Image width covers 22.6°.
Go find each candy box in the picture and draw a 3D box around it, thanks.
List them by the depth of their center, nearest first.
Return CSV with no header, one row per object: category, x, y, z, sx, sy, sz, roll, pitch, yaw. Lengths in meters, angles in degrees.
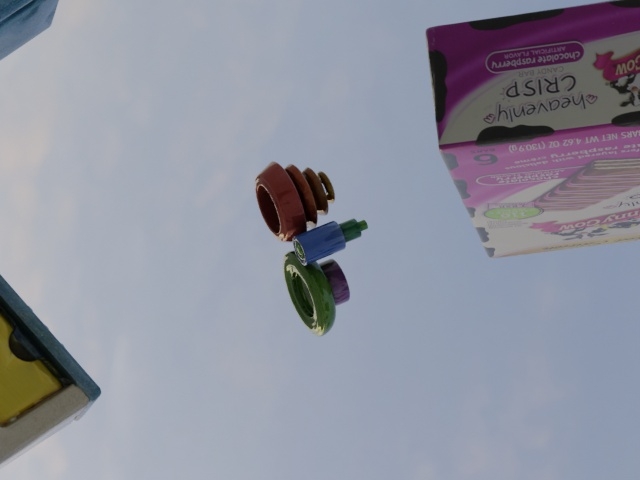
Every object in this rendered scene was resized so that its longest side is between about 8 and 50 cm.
candy box,0.154,-0.057,0.888,0.159,0.233,0.071,-7,-105,11

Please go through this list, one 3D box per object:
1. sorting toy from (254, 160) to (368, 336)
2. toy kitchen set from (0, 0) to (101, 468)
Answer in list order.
sorting toy,0.000,0.000,0.896,0.102,0.042,0.061,70,-18,-4
toy kitchen set,-0.138,-0.010,0.676,0.166,0.122,0.207,48,-26,3
